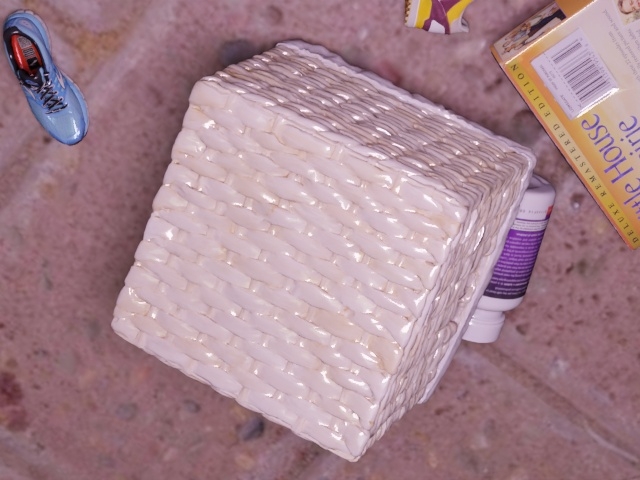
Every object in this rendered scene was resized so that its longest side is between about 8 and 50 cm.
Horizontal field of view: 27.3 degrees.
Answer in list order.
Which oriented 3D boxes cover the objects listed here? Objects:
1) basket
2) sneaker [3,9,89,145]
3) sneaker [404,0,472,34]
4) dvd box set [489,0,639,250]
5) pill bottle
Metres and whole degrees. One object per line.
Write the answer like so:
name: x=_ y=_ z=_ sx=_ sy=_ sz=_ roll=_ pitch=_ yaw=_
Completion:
basket: x=0.000 y=0.000 z=1.405 sx=0.331 sy=0.266 sz=0.328 roll=28 pitch=111 yaw=15
sneaker: x=-0.319 y=-0.177 z=1.491 sx=0.063 sy=0.073 sz=0.162 roll=-24 pitch=108 yaw=9
sneaker: x=0.146 y=-0.308 z=1.427 sx=0.083 sy=0.070 sz=0.185 roll=8 pitch=133 yaw=-6
dvd box set: x=0.439 y=-0.212 z=1.439 sx=0.420 sy=0.062 sz=0.307 roll=-35 pitch=119 yaw=13
pill bottle: x=0.196 y=0.016 z=1.533 sx=0.108 sy=0.108 sz=0.193 roll=13 pitch=109 yaw=-4
